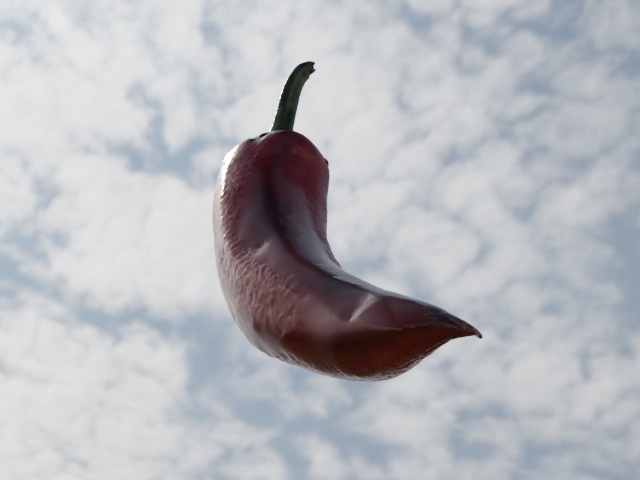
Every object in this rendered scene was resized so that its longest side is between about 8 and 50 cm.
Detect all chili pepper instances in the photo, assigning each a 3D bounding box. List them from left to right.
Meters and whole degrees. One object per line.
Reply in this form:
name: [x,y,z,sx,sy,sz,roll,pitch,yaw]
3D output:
chili pepper: [-0.004,0.007,0.926,0.137,0.368,0.092,-40,-56,9]
